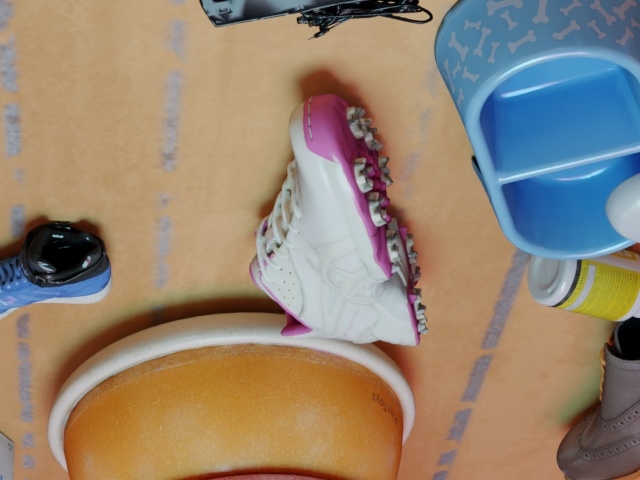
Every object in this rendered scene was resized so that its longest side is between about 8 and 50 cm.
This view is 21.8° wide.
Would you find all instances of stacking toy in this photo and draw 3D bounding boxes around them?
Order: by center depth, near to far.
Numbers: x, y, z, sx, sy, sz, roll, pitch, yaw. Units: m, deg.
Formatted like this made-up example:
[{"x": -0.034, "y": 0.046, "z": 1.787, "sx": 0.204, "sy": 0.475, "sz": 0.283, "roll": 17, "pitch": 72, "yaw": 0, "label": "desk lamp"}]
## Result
[{"x": -0.067, "y": 0.334, "z": 1.475, "sx": 0.351, "sy": 0.479, "sz": 0.350, "roll": -4, "pitch": 145, "yaw": -3, "label": "stacking toy"}]

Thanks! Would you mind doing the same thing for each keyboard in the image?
[{"x": 0.008, "y": -0.189, "z": 1.139, "sx": 0.192, "sy": 0.038, "sz": 0.100, "roll": -9, "pitch": 122, "yaw": 6, "label": "keyboard"}]

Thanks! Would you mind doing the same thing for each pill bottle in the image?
[{"x": 0.245, "y": 0.035, "z": 1.455, "sx": 0.116, "sy": 0.065, "sz": 0.065, "roll": 13, "pitch": 141, "yaw": -24, "label": "pill bottle"}]

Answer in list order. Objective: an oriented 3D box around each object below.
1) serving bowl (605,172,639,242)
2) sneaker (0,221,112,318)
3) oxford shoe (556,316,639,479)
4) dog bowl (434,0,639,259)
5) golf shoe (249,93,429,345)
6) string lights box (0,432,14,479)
[{"x": 0.262, "y": -0.022, "z": 1.280, "sx": 0.083, "sy": 0.027, "sz": 0.083, "roll": -4, "pitch": 145, "yaw": -2, "label": "serving bowl"}, {"x": -0.249, "y": 0.025, "z": 1.370, "sx": 0.152, "sy": 0.058, "sz": 0.084, "roll": -6, "pitch": 151, "yaw": -8, "label": "sneaker"}, {"x": 0.315, "y": 0.129, "z": 1.586, "sx": 0.133, "sy": 0.130, "sz": 0.363, "roll": 35, "pitch": 139, "yaw": -5, "label": "oxford shoe"}, {"x": 0.188, "y": -0.085, "z": 1.267, "sx": 0.166, "sy": 0.074, "sz": 0.297, "roll": -13, "pitch": 144, "yaw": 10, "label": "dog bowl"}, {"x": 0.000, "y": 0.000, "z": 1.332, "sx": 0.140, "sy": 0.115, "sz": 0.306, "roll": -8, "pitch": 144, "yaw": 9, "label": "golf shoe"}, {"x": -0.446, "y": 0.235, "z": 1.629, "sx": 0.260, "sy": 0.076, "sz": 0.133, "roll": -15, "pitch": 145, "yaw": 13, "label": "string lights box"}]
